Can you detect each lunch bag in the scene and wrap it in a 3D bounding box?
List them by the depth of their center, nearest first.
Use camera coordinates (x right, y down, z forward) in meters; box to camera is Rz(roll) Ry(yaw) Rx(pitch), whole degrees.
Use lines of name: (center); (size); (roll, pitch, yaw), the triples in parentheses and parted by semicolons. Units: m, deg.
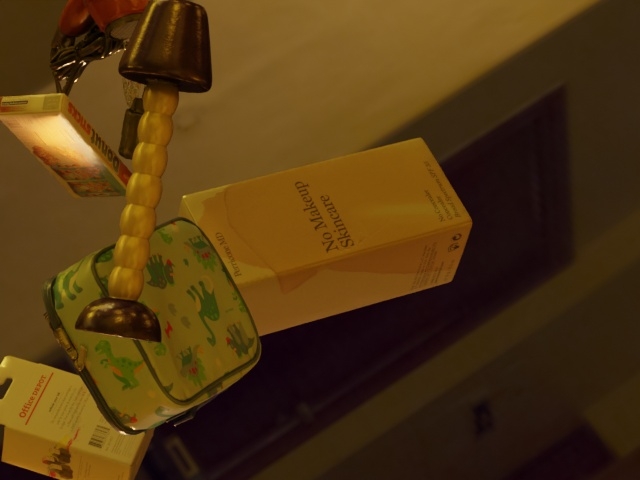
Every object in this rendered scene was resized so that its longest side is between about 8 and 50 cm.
lunch bag: (-0.153, 0.081, 1.515); (0.176, 0.090, 0.219); (59, 26, 1)

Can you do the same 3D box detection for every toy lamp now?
toy lamp: (-0.137, -0.058, 1.297); (0.080, 0.080, 0.274); (166, -67, -80)

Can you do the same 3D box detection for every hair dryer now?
hair dryer: (-0.222, -0.230, 1.518); (0.224, 0.080, 0.293); (30, -60, 46)

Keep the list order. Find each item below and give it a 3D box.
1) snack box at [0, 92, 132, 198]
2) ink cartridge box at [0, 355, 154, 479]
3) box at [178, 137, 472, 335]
snack box: (-0.231, -0.084, 1.490); (0.178, 0.064, 0.022); (57, 34, -62)
ink cartridge box: (-0.281, 0.203, 1.773); (0.181, 0.104, 0.061); (17, -50, 3)
box: (0.000, 0.000, 1.868); (0.148, 0.311, 0.121); (60, -26, 30)
